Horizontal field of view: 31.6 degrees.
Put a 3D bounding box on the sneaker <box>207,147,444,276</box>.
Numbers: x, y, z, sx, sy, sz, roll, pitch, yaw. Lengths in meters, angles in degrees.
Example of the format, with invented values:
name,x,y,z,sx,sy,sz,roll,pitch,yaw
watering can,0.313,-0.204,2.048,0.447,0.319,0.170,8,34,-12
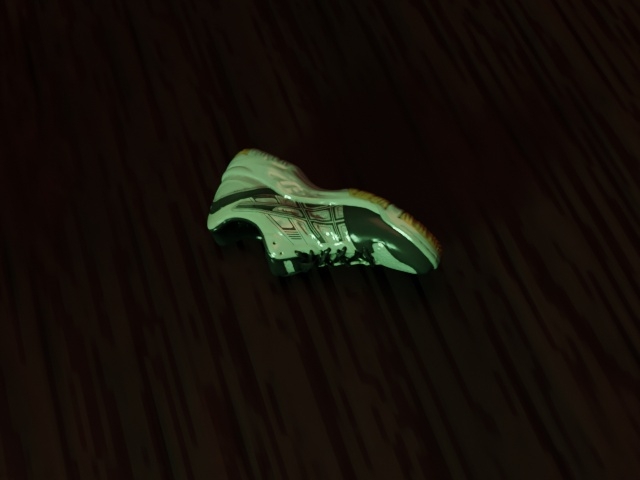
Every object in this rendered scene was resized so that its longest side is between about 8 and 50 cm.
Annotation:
name,x,y,z,sx,sy,sz,roll,pitch,yaw
sneaker,0.000,0.000,0.381,0.083,0.032,0.037,21,71,23
